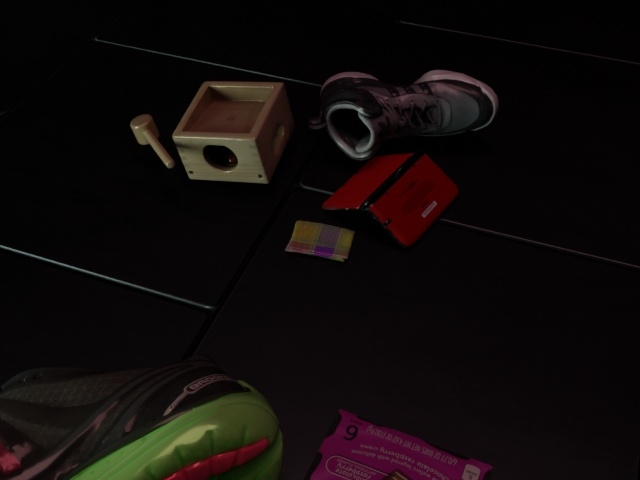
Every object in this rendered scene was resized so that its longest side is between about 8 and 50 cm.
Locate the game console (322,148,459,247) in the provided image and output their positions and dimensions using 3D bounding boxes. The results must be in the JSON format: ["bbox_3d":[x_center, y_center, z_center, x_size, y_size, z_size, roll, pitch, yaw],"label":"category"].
[{"bbox_3d":[0.098,-0.057,1.065,0.124,0.085,0.144,46,55,0],"label":"game console"}]

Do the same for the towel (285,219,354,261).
[{"bbox_3d":[0.000,0.000,1.011,0.083,0.009,0.060,9,45,9],"label":"towel"}]

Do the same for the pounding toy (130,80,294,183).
[{"bbox_3d":[-0.164,-0.136,1.100,0.205,0.094,0.181,5,49,18],"label":"pounding toy"}]

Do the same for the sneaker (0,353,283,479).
[{"bbox_3d":[-0.275,0.234,0.690,0.482,0.185,0.202,-14,28,-18],"label":"sneaker"}]

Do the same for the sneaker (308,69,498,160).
[{"bbox_3d":[0.116,-0.175,1.111,0.268,0.101,0.153,5,33,14],"label":"sneaker"}]

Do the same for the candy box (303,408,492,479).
[{"bbox_3d":[0.042,0.282,0.679,0.159,0.071,0.233,17,48,16],"label":"candy box"}]
